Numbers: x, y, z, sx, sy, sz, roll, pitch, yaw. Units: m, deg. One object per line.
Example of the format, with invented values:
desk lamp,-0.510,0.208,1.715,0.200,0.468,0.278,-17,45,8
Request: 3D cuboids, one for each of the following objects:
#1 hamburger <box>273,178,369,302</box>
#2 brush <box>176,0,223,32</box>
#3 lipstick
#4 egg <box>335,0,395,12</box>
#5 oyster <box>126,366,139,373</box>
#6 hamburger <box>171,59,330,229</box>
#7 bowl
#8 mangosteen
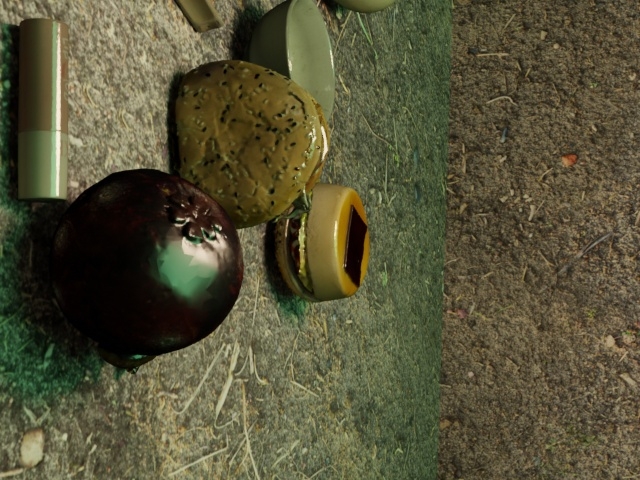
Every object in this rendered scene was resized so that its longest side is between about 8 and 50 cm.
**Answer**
hamburger,0.000,0.000,2.259,0.300,0.176,0.300,-2,90,-70
brush,-0.267,-0.500,1.780,0.321,0.060,0.050,55,27,-54
lipstick,-0.396,-0.184,1.391,0.070,0.070,0.255,10,79,-69
egg,0.105,-0.712,2.554,0.295,0.218,0.219,-3,91,-57
oyster,-0.263,0.113,1.726,0.345,0.078,0.129,-67,156,-53
hamburger,-0.123,-0.183,1.848,0.195,0.276,0.318,1,82,-77
bowl,-0.081,-0.382,2.130,0.289,0.146,0.289,-4,90,-69
mangosteen,-0.268,0.038,1.462,0.297,0.293,0.297,17,64,-38
